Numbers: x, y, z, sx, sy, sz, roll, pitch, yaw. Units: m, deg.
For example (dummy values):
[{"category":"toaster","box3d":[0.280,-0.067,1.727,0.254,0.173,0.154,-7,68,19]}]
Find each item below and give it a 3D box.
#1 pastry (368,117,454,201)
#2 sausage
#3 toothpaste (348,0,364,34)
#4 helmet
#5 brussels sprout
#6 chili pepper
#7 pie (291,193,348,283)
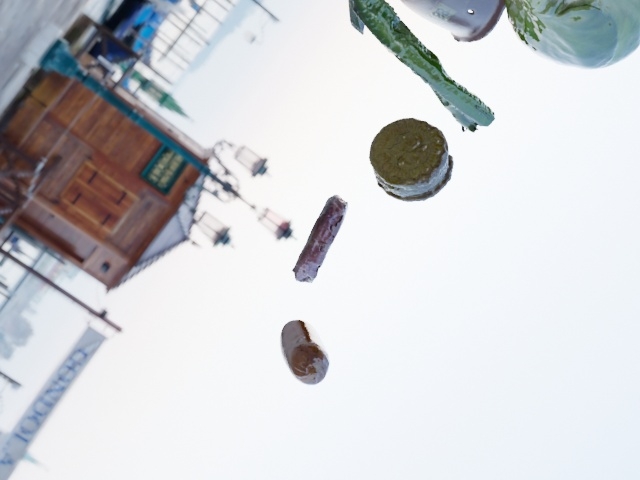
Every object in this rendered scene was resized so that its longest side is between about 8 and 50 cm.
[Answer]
[{"category":"pastry","box3d":[0.207,-0.183,1.942,0.188,0.189,0.103,-57,157,-14]},{"category":"sausage","box3d":[-0.028,0.185,1.407,0.076,0.076,0.197,-53,-167,2]},{"category":"toothpaste","box3d":[0.067,-0.493,1.639,0.031,0.204,0.049,-25,-131,-18]},{"category":"helmet","box3d":[0.229,-0.568,1.625,0.385,0.230,0.337,-153,-106,-76]},{"category":"brussels sprout","box3d":[0.396,-0.382,1.322,0.219,0.271,0.210,45,-72,36]},{"category":"chili pepper","box3d":[0.153,-0.306,1.353,0.076,0.359,0.085,-53,-152,-16]},{"category":"pie","box3d":[0.000,0.000,1.803,0.204,0.054,0.218,-64,179,19]}]
